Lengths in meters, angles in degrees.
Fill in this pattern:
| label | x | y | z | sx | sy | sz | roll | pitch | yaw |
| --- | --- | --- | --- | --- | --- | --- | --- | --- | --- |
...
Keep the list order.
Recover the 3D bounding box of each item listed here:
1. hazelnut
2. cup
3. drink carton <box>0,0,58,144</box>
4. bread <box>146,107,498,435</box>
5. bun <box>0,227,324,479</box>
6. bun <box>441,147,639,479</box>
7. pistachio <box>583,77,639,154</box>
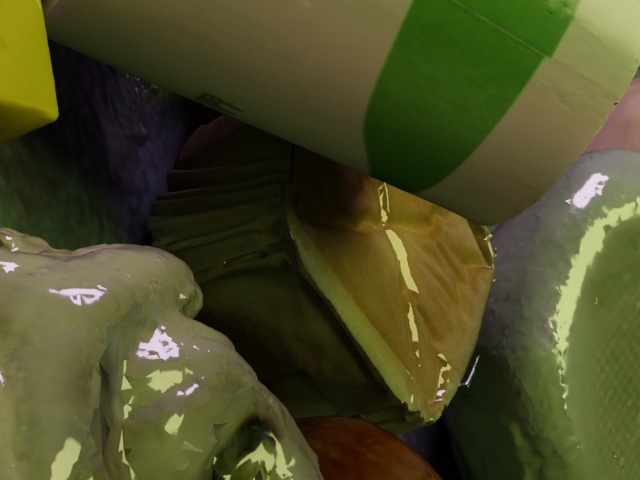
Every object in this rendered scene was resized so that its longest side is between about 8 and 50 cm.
| label | x | y | z | sx | sy | sz | roll | pitch | yaw |
| --- | --- | --- | --- | --- | --- | --- | --- | --- | --- |
| hazelnut | -0.005 | 0.152 | 0.954 | 0.154 | 0.143 | 0.143 | -25 | 95 | -47 |
| cup | 0.015 | -0.147 | 0.927 | 0.274 | 0.253 | 0.253 | 30 | 40 | -14 |
| drink carton | -0.224 | -0.210 | 0.808 | 0.154 | 0.111 | 0.351 | 16 | 60 | -57 |
| bread | 0.000 | 0.002 | 1.084 | 0.210 | 0.110 | 0.192 | 53 | 37 | -30 |
| bun | -0.105 | 0.139 | 0.678 | 0.360 | 0.211 | 0.359 | 39 | 41 | -44 |
| bun | 0.178 | 0.083 | 1.289 | 0.293 | 0.187 | 0.293 | 3 | 86 | -44 |
| pistachio | 0.294 | -0.017 | 1.547 | 0.230 | 0.230 | 0.309 | 50 | 37 | -35 |
